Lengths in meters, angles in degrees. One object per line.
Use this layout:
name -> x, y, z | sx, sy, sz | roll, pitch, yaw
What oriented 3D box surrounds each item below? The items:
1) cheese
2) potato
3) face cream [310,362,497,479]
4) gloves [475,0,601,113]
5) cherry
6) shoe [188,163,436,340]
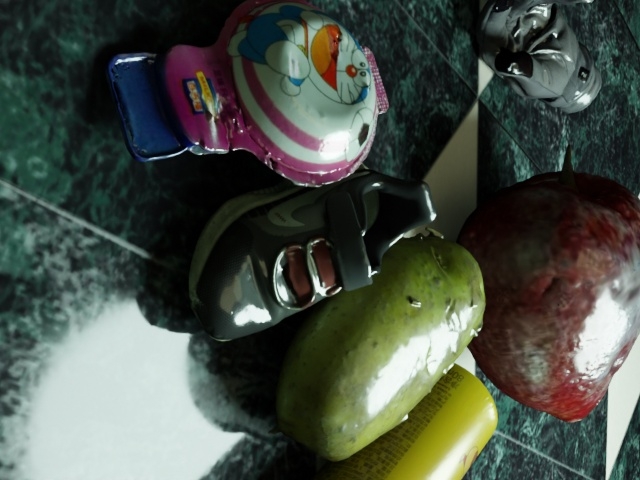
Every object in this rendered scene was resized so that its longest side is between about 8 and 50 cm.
cheese -> -0.039, -0.110, 0.634 | 0.244, 0.062, 0.155 | -14, 85, -39
potato -> 0.048, 0.085, 0.741 | 0.251, 0.113, 0.149 | -37, 136, -29
face cream -> 0.031, 0.237, 0.736 | 0.348, 0.105, 0.105 | -39, 123, -43
gloves -> 0.244, -0.215, 0.964 | 0.285, 0.119, 0.142 | 38, 63, -63
cherry -> 0.247, 0.051, 0.916 | 0.230, 0.203, 0.300 | -20, 110, -54
shoe -> 0.000, 0.000, 0.668 | 0.227, 0.112, 0.099 | -41, 125, -44
